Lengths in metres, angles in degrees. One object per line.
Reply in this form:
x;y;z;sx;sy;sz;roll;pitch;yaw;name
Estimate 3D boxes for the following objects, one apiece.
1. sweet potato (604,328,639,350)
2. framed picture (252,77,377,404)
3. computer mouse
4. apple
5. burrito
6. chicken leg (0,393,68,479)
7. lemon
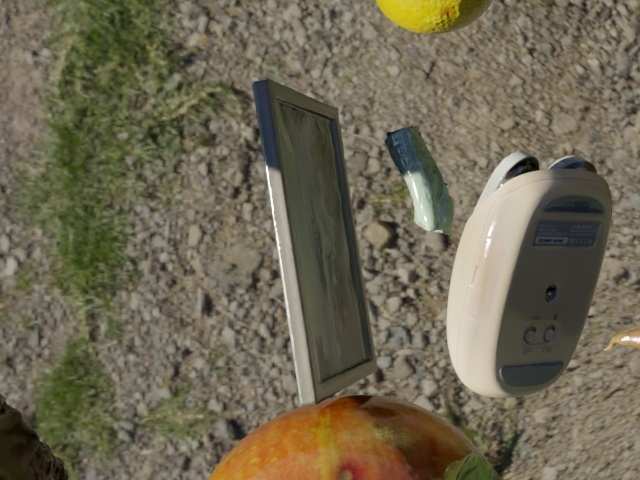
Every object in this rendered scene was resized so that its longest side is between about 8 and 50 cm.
0.227;0.060;0.431;0.195;0.056;0.056;4;89;26;sweet potato
0.000;0.000;1.009;0.024;0.232;0.315;-10;88;18;framed picture
0.191;0.034;0.893;0.082;0.145;0.236;33;119;56;computer mouse
0.034;0.317;0.962;0.339;0.339;0.340;-2;86;31;apple
0.100;-0.056;0.936;0.044;0.074;0.118;-25;74;8;burrito
-0.285;0.104;0.532;0.140;0.361;0.211;-37;30;22;chicken leg
0.220;-0.503;1.795;0.253;0.228;0.228;14;94;32;lemon
